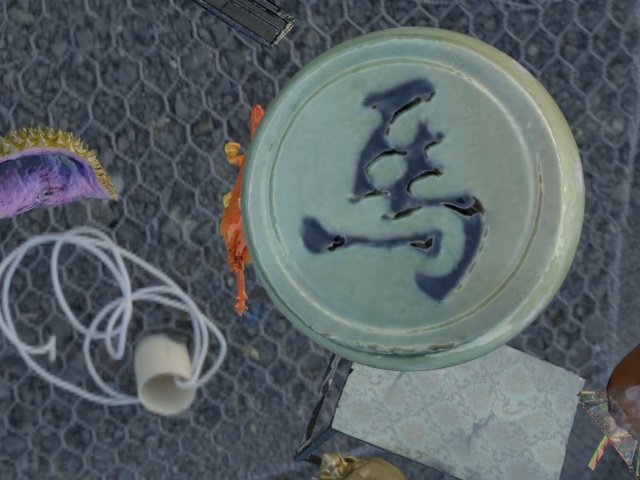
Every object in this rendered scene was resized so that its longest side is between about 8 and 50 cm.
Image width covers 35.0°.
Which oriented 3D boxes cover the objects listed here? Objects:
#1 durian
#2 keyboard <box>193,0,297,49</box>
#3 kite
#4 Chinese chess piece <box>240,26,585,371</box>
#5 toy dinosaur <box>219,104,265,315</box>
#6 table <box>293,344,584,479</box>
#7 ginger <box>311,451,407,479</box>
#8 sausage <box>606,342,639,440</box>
[{"bbox_3d":[-0.504,-0.134,1.741,0.260,0.186,0.154,-19,124,-6],"label":"durian"},{"bbox_3d":[-0.159,-0.389,1.593,0.250,0.087,0.017,34,152,4],"label":"keyboard"},{"bbox_3d":[0.458,0.295,1.580,0.159,0.010,0.190,-38,93,-30],"label":"kite"},{"bbox_3d":[0.065,-0.030,0.742,0.250,0.101,0.250,-1,87,14],"label":"Chinese chess piece"},{"bbox_3d":[-0.093,-0.026,1.279,0.070,0.117,0.288,6,106,-9],"label":"toy dinosaur"},{"bbox_3d":[0.169,0.273,1.550,0.335,0.222,0.272,24,154,-4],"label":"table"},{"bbox_3d":[0.080,0.380,1.261,0.138,0.152,0.267,-28,91,-30],"label":"ginger"},{"bbox_3d":[0.385,0.070,0.918,0.300,0.083,0.089,-43,118,14],"label":"sausage"}]
